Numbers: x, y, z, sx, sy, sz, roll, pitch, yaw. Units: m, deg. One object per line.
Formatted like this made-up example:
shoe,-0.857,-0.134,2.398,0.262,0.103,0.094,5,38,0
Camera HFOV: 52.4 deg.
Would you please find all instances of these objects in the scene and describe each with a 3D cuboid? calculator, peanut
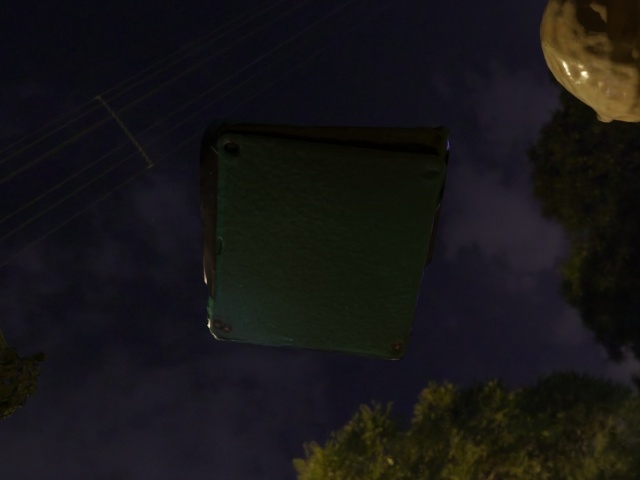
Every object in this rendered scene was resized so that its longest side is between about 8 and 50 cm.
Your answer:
calculator,0.000,0.000,0.697,0.058,0.248,0.274,-83,-3,-62
peanut,0.336,-0.276,0.758,0.159,0.143,0.291,-17,-68,-20

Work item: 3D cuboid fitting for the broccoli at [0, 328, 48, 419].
broccoli,-0.523,0.132,0.783,0.272,0.334,0.324,-78,-23,-62
